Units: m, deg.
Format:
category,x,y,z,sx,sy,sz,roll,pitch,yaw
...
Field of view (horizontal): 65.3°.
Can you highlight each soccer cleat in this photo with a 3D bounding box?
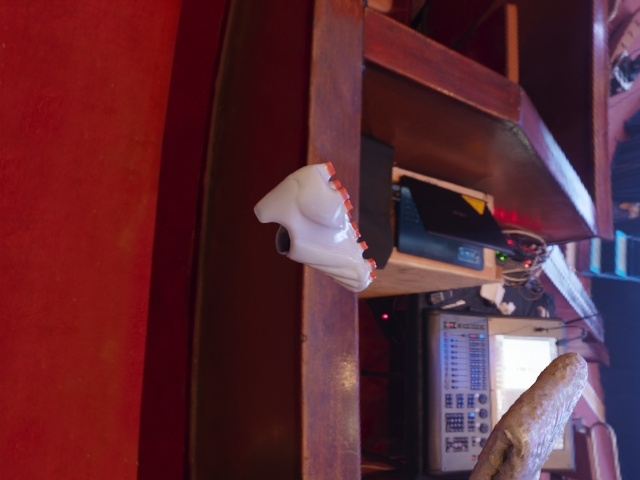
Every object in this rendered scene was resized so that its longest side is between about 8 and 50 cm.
category,x,y,z,sx,sy,sz,roll,pitch,yaw
soccer cleat,0.000,0.000,0.466,0.076,0.196,0.068,-26,58,2

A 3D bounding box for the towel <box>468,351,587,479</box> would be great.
category,x,y,z,sx,sy,sz,roll,pitch,yaw
towel,0.198,0.267,0.540,0.187,0.049,0.282,-17,128,-47
